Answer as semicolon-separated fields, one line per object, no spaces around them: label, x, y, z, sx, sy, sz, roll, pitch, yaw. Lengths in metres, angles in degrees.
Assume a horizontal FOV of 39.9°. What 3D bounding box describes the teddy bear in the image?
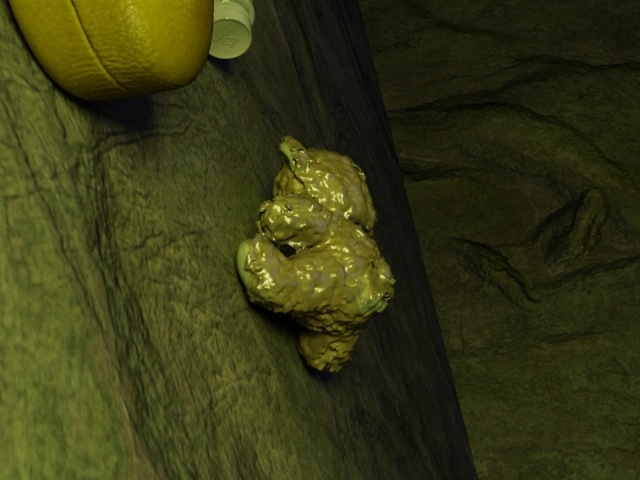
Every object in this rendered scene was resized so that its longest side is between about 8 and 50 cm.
teddy bear;0.000;0.000;1.082;0.267;0.156;0.256;53;20;-52

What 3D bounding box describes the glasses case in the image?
glasses case;-0.164;-0.301;0.684;0.173;0.141;0.371;-12;95;-71

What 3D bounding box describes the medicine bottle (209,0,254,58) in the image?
medicine bottle;-0.126;-0.303;1.146;0.080;0.080;0.130;57;19;-49
